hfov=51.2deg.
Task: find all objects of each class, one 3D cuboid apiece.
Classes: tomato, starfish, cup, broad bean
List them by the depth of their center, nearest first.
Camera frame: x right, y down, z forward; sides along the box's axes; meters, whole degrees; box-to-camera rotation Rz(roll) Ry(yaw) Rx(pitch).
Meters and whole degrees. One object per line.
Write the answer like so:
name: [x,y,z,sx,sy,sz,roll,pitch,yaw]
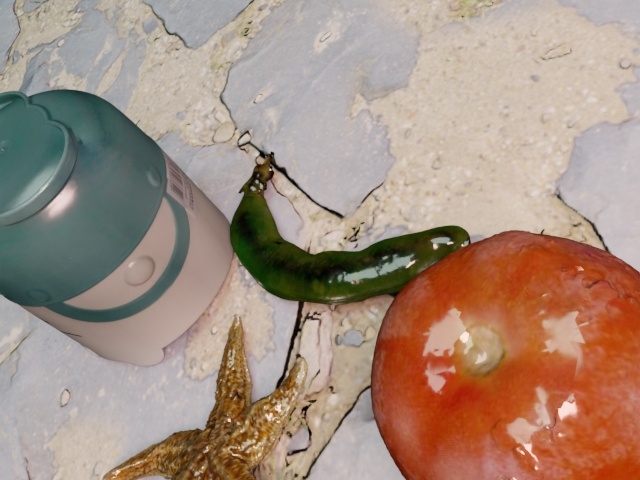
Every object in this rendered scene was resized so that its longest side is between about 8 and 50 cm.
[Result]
tomato: [0.143,0.101,0.447,0.208,0.184,0.208,-22,51,29]
starfish: [-0.097,0.190,0.595,0.236,0.062,0.277,-13,38,41]
broad bean: [0.000,0.000,0.678,0.292,0.049,0.144,24,76,38]
cup: [-0.260,-0.030,0.720,0.219,0.257,0.290,-48,50,-9]
